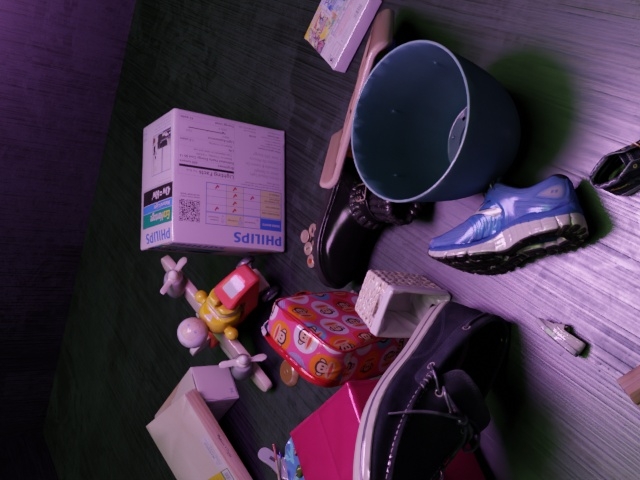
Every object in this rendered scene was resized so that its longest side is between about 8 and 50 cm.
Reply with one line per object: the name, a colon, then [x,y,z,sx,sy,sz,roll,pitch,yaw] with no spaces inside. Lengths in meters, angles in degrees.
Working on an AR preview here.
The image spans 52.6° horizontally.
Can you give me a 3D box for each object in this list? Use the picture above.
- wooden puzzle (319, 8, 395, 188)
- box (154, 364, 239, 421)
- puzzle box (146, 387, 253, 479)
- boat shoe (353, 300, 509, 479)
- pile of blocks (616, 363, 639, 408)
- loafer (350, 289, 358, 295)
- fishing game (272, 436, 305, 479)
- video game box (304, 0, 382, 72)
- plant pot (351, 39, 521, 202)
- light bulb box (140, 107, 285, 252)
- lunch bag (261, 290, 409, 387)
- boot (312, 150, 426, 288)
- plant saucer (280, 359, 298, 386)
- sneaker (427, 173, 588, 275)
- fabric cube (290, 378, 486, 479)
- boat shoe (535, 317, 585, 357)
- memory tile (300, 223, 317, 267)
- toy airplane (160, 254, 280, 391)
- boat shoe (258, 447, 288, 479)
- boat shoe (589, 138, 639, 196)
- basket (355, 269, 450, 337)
wooden puzzle: [0.103,-0.317,1.455,0.322,0.080,0.348,-78,9,-58]
box: [-0.401,0.533,2.074,0.311,0.147,0.121,-51,49,34]
puzzle box: [-0.344,0.670,1.929,0.272,0.052,0.409,-41,78,38]
boat shoe: [0.202,0.288,1.122,0.155,0.500,0.187,-2,123,36]
pile of blocks: [0.565,0.116,0.929,0.362,0.148,0.112,-63,-1,13]
loafer: [0.071,0.181,1.597,0.045,0.039,0.125,-93,24,-71]
fishing game: [-0.033,0.567,1.656,0.264,0.041,0.189,-29,63,36]
video game box: [0.053,-0.572,1.684,0.187,0.048,0.205,55,127,37]
plant pot: [0.242,-0.210,1.246,0.293,0.235,0.293,-5,83,51]
light bulb box: [-0.303,-0.145,1.845,0.225,0.357,0.362,-11,76,53]
lunch bag: [0.025,0.194,1.422,0.258,0.293,0.120,36,114,37]
boot: [0.115,-0.041,1.480,0.260,0.131,0.348,14,97,52]
plant saucer: [-0.090,0.364,1.795,0.083,0.015,0.084,-8,79,51]
sneaker: [0.341,-0.031,1.218,0.330,0.129,0.147,-22,55,46]
fabric cube: [0.132,0.444,1.300,0.259,0.254,0.258,-52,47,41]
boat shoe: [0.424,0.163,1.144,0.035,0.035,0.100,-47,41,3]
memory tile: [0.000,0.000,1.720,0.148,0.012,0.113,-34,60,46]
toy airplane: [-0.313,0.237,1.882,0.385,0.272,0.385,7,113,37]
boat shoe: [-0.114,0.618,1.781,0.142,0.049,0.040,24,150,39]
boat shoe: [0.514,-0.136,1.014,0.183,0.083,0.065,-49,51,37]
basket: [0.170,0.133,1.368,0.103,0.167,0.113,42,118,53]
